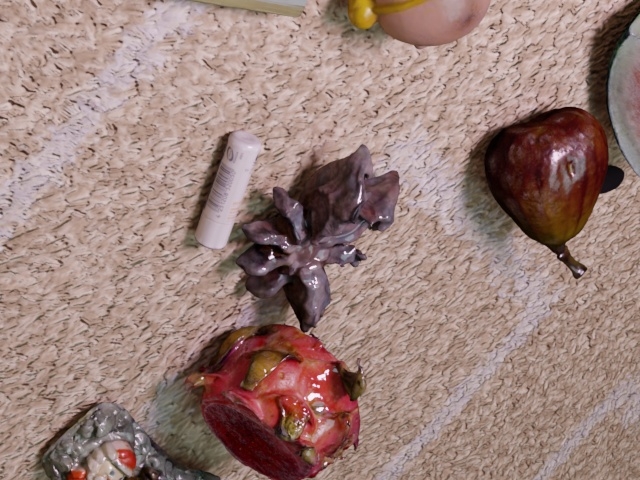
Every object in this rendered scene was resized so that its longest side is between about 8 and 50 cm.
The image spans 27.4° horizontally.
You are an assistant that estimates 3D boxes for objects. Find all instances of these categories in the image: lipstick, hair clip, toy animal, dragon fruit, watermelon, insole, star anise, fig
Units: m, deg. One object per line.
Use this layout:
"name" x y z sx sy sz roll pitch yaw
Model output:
"lipstick" -0.106 -0.058 1.495 0.040 0.040 0.141 -5 127 -41
"hair clip" -0.228 0.323 1.688 0.138 0.091 0.321 -42 142 0
"toy animal" 0.108 -0.300 1.398 0.165 0.149 0.248 -51 157 -18
"dragon fruit" -0.057 0.209 1.633 0.147 0.211 0.282 -35 -173 -28
"watermelon" 0.558 -0.212 1.832 0.283 0.292 0.250 -36 171 -15
"insole" 0.413 -0.090 1.989 0.153 0.002 0.053 -8 129 -39
"star anise" 0.003 -0.004 1.593 0.257 0.110 0.198 -50 143 16
"fig" 0.321 -0.057 1.802 0.170 0.145 0.274 -31 126 -17

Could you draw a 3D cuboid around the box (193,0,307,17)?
"box" -0.092 -0.322 1.259 0.270 0.045 0.211 -2 125 -42
